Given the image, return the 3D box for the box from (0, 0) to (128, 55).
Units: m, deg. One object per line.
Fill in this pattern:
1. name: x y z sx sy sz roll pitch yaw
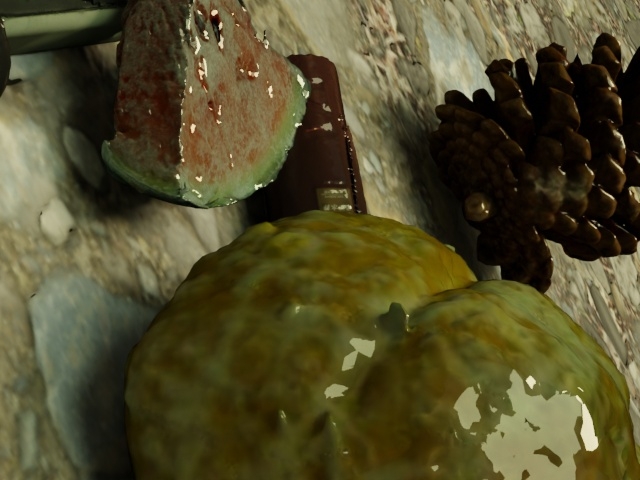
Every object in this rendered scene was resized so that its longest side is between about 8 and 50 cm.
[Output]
1. box: -0.188 -0.227 0.833 0.270 0.045 0.211 66 23 1

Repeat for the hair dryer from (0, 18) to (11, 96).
1. hair dryer: -0.242 -0.134 0.642 0.255 0.070 0.128 53 28 -10

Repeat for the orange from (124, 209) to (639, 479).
1. orange: 0.071 0.146 0.801 0.368 0.210 0.271 62 33 -8

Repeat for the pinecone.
1. pinecone: 0.200 -0.069 1.250 0.168 0.212 0.185 -114 -172 -50

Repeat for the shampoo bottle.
1. shampoo bottle: -0.002 -0.001 0.976 0.067 0.068 0.236 73 5 -64

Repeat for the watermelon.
1. watermelon: -0.073 -0.093 0.884 0.187 0.071 0.139 -47 131 -59
